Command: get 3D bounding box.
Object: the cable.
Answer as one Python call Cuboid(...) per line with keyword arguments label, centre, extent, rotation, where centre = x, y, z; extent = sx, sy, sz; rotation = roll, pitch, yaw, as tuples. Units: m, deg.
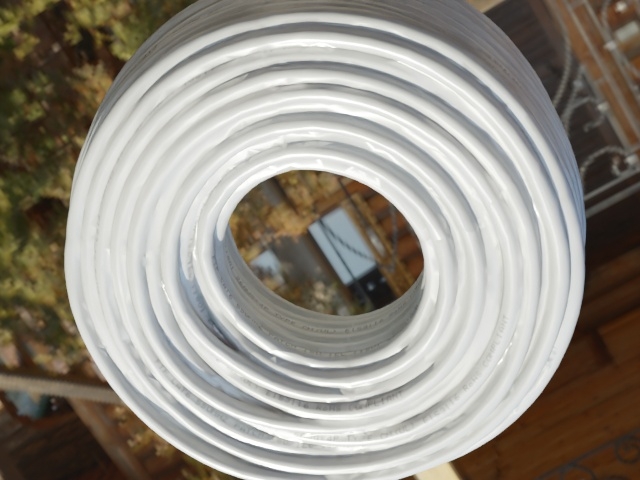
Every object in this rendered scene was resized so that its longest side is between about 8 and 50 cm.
Cuboid(label="cable", centre=(0.000, 0.000, 0.510), extent=(0.257, 0.257, 0.089), rotation=(-4, -157, 11))
